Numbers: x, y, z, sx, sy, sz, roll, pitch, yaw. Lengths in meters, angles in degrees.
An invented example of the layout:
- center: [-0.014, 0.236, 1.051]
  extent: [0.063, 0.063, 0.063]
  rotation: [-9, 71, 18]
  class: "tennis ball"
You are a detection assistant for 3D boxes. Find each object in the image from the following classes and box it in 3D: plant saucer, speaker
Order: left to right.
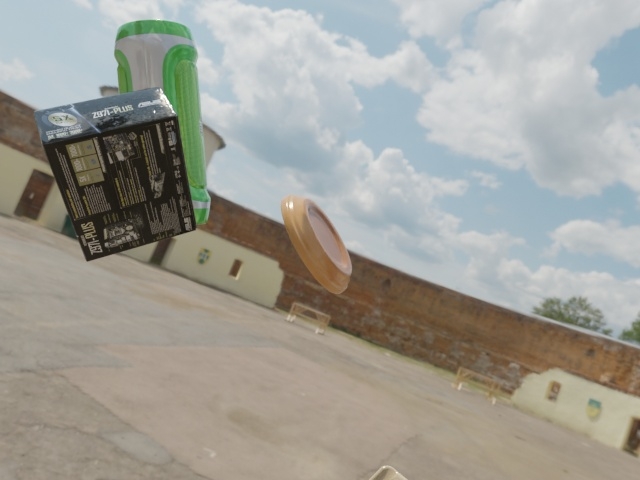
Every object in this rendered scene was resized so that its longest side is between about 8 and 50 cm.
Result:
- center: [-0.239, -0.168, 0.848]
  extent: [0.131, 0.296, 0.131]
  rotation: [-4, 3, 0]
  class: "speaker"
- center: [0.000, 0.000, 0.996]
  extent: [0.200, 0.037, 0.200]
  rotation: [54, 16, -22]
  class: "plant saucer"

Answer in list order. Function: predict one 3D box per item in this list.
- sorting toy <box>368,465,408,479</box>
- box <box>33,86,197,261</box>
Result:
- center: [0.105, 0.472, 0.860]
  extent: [0.208, 0.193, 0.038]
  rotation: [20, -35, 58]
  class: "sorting toy"
- center: [-0.244, -0.079, 0.688]
  extent: [0.077, 0.148, 0.180]
  rotation: [54, -26, 40]
  class: "box"
